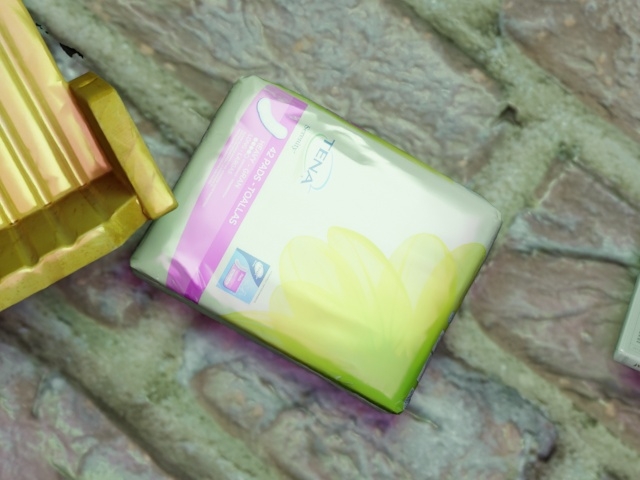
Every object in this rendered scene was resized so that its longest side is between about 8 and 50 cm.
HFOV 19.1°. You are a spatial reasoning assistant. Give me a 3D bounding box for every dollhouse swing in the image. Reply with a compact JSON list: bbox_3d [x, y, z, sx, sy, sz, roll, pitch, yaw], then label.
[{"bbox_3d":[-0.365,-0.098,1.724,0.346,0.315,0.305,-28,104,-7],"label":"dollhouse swing"}]

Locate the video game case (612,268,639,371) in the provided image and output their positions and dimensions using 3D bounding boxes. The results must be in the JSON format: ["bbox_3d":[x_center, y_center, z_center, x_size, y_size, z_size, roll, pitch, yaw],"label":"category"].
[{"bbox_3d":[0.398,0.065,1.839,0.193,0.023,0.212,23,57,0],"label":"video game case"}]

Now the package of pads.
[{"bbox_3d":[0.000,0.000,1.819,0.296,0.101,0.229,30,82,0],"label":"package of pads"}]
